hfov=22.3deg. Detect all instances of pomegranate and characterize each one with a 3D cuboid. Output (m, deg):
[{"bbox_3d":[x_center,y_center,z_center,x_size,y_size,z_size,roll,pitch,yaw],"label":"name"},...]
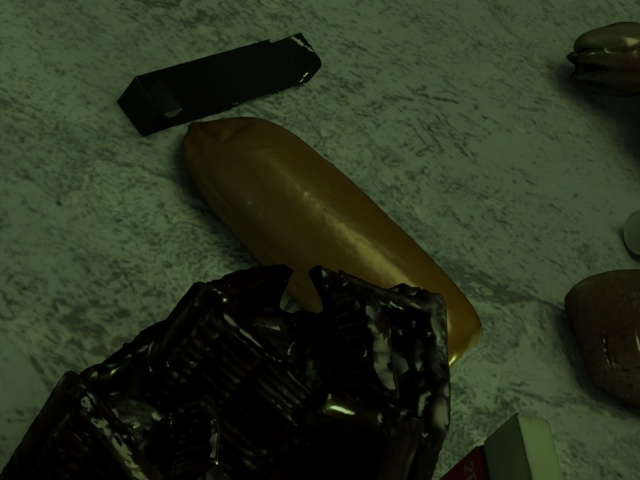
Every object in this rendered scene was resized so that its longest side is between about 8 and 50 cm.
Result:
[{"bbox_3d":[0.481,-0.210,2.056,0.341,0.285,0.285,8,44,5],"label":"pomegranate"}]

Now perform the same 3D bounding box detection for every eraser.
[{"bbox_3d":[0.128,0.265,1.341,0.038,0.230,0.157,11,50,-28],"label":"eraser"}]

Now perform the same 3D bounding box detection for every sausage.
[{"bbox_3d":[0.002,-0.003,1.566,0.354,0.116,0.134,44,50,7],"label":"sausage"}]

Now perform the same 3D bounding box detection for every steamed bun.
[{"bbox_3d":[0.358,0.107,1.762,0.175,0.106,0.144,12,49,-35],"label":"steamed bun"}]

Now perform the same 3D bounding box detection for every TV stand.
[{"bbox_3d":[-0.097,-0.164,1.674,0.256,0.040,0.049,-23,72,-47],"label":"TV stand"}]

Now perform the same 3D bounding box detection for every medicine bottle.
[{"bbox_3d":[0.411,-0.008,1.943,0.089,0.057,0.057,3,55,-39],"label":"medicine bottle"}]

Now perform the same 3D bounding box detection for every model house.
[{"bbox_3d":[-0.079,0.173,1.221,0.283,0.317,0.297,23,31,-28],"label":"model house"}]
